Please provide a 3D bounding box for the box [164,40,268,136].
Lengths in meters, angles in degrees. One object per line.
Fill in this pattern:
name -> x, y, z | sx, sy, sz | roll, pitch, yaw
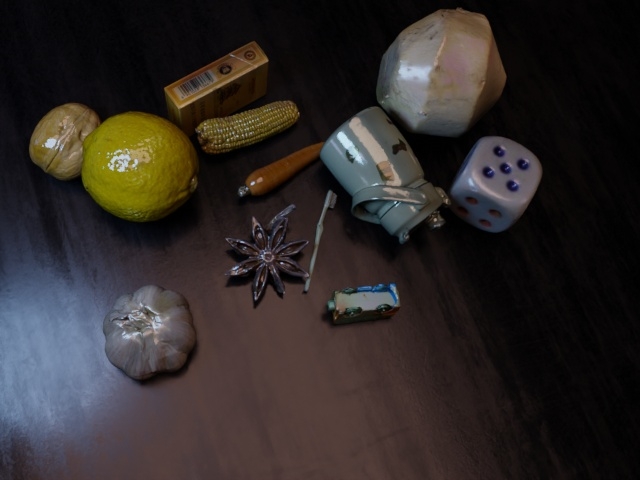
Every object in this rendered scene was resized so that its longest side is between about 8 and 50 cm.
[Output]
box -> -0.271, -0.394, 1.867 | 0.274, 0.174, 0.076 | -33, 79, -16

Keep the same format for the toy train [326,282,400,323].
toy train -> 0.106, 0.157, 1.764 | 0.188, 0.099, 0.072 | -6, 69, -9

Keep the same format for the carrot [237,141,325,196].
carrot -> -0.080, -0.202, 1.884 | 0.336, 0.069, 0.069 | -32, 78, -20

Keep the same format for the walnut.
walnut -> -0.635, -0.251, 1.778 | 0.165, 0.165, 0.197 | 21, 69, 0

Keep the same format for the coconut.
coconut -> 0.337, -0.448, 1.899 | 0.353, 0.352, 0.352 | 2, 70, -7

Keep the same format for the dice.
dice -> 0.457, -0.147, 1.867 | 0.192, 0.193, 0.194 | 28, 71, 4

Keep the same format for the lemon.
lemon -> -0.440, -0.179, 1.722 | 0.293, 0.293, 0.293 | 2, 70, -7

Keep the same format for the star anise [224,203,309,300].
star anise -> -0.128, 0.028, 1.786 | 0.230, 0.081, 0.262 | 22, 80, 1

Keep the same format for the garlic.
garlic -> -0.401, 0.209, 1.649 | 0.228, 0.152, 0.227 | 4, 69, -12

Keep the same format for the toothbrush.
toothbrush -> -0.005, -0.002, 1.843 | 0.028, 0.026, 0.294 | 24, 68, -15

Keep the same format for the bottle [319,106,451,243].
bottle -> 0.168, -0.145, 1.827 | 0.229, 0.229, 0.351 | -33, 81, -17

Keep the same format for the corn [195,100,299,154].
corn -> -0.191, -0.308, 1.891 | 0.292, 0.101, 0.101 | -23, 75, -18
